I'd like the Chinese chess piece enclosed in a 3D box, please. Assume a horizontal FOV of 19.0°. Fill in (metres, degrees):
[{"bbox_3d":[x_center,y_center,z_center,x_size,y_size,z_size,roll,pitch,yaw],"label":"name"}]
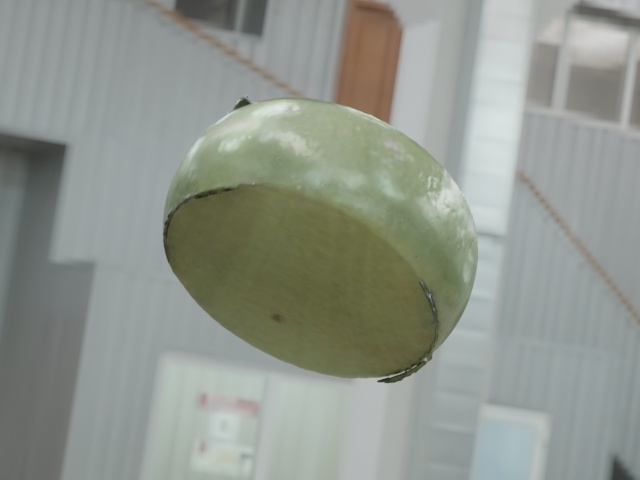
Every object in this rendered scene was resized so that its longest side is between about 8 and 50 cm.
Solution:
[{"bbox_3d":[0.000,0.000,1.127,0.188,0.083,0.188,16,-37,13],"label":"Chinese chess piece"}]
